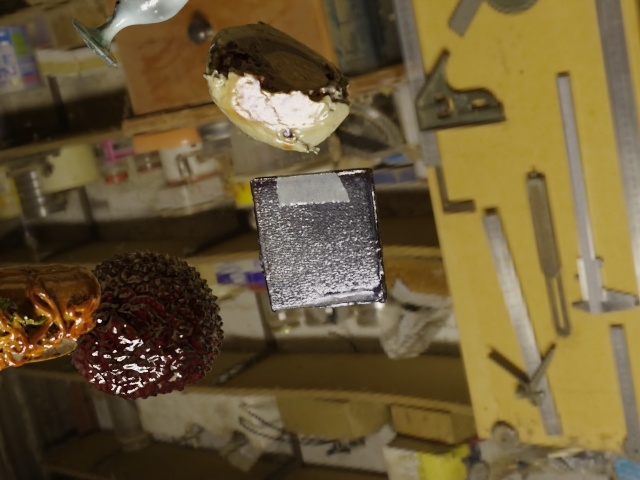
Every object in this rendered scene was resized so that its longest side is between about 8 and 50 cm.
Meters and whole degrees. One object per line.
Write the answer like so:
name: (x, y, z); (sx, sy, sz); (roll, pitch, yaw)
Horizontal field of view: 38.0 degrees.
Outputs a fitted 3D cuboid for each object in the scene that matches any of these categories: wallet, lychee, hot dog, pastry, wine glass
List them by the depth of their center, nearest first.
hot dog: (-0.455, 0.118, 1.287); (0.117, 0.158, 0.348); (42, -154, 31)
pastry: (-0.081, -0.255, 1.608); (0.255, 0.170, 0.237); (19, -152, -9)
wallet: (0.000, 0.000, 1.659); (0.220, 0.262, 0.071); (-4, -156, 11)
wine glass: (-0.332, -0.438, 1.703); (0.241, 0.126, 0.126); (-41, -168, 3)
lychee: (-0.342, 0.162, 1.817); (0.305, 0.306, 0.330); (-11, 177, 7)
